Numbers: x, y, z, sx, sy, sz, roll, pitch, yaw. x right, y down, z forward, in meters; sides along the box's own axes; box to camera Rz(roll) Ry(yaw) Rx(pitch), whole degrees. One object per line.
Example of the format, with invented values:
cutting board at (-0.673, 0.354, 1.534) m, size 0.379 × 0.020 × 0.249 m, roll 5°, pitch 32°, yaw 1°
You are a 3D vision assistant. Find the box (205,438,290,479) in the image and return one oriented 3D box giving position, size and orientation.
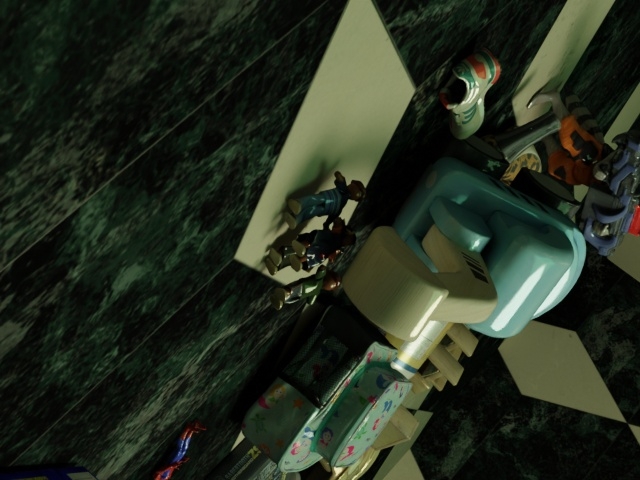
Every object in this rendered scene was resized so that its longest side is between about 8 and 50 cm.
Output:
box at (-0.119, 0.406, 1.962) m, size 0.183 × 0.059 × 0.233 m, roll -42°, pitch 161°, yaw -29°

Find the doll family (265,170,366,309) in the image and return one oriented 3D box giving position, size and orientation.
doll family at (0.000, 0.000, 1.379) m, size 0.111 × 0.076 × 0.193 m, roll -15°, pitch 150°, yaw -33°

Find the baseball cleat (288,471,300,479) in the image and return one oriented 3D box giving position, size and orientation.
baseball cleat at (-0.111, 0.502, 2.176) m, size 0.206 × 0.072 × 0.109 m, roll -48°, pitch 157°, yaw -24°

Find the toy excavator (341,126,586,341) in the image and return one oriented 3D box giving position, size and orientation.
toy excavator at (0.203, 0.026, 1.544) m, size 0.222 × 0.433 × 0.445 m, roll -57°, pitch -155°, yaw 19°

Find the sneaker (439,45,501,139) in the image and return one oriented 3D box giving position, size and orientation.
sneaker at (0.185, -0.190, 1.539) m, size 0.075 × 0.057 × 0.161 m, roll -24°, pitch 154°, yaw -24°

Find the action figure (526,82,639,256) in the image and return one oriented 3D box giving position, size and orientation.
action figure at (0.510, -0.147, 1.991) m, size 0.178 × 0.330 × 0.341 m, roll -42°, pitch 162°, yaw -23°

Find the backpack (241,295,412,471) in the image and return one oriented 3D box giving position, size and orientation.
backpack at (0.008, 0.242, 1.753) m, size 0.253 × 0.191 × 0.225 m, roll -46°, pitch 162°, yaw 3°

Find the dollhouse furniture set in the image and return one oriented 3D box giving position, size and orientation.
dollhouse furniture set at (0.127, 0.233, 2.094) m, size 0.212 × 0.161 × 0.242 m, roll -30°, pitch -162°, yaw 46°

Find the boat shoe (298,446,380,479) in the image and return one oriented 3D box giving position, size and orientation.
boat shoe at (0.025, 0.435, 2.307) m, size 0.341 × 0.121 × 0.110 m, roll -60°, pitch 143°, yaw -11°

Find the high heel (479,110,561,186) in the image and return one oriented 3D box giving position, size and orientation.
high heel at (0.287, -0.123, 1.939) m, size 0.186 × 0.093 × 0.261 m, roll -28°, pitch 166°, yaw -15°

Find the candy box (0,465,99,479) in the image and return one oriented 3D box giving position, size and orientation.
candy box at (-0.357, 0.394, 1.178) m, size 0.317 × 0.122 × 0.268 m, roll -51°, pitch 164°, yaw 2°

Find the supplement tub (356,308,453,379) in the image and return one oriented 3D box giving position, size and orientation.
supplement tub at (0.148, 0.117, 1.914) m, size 0.200 × 0.144 × 0.144 m, roll -53°, pitch 164°, yaw 5°

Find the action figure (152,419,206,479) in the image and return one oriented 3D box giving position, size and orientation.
action figure at (-0.199, 0.301, 1.578) m, size 0.115 × 0.030 × 0.038 m, roll -53°, pitch 169°, yaw 13°
